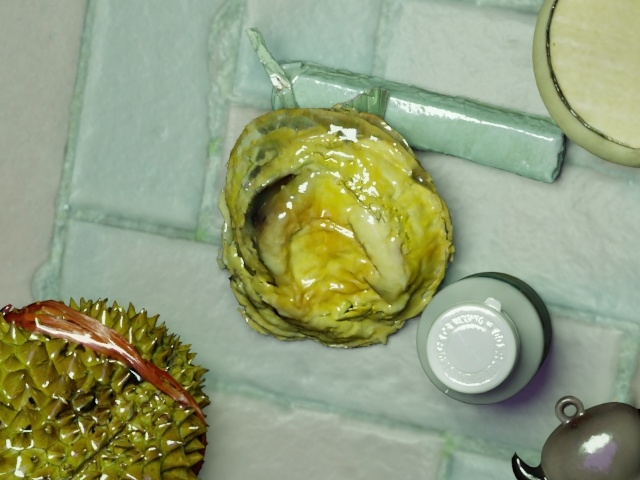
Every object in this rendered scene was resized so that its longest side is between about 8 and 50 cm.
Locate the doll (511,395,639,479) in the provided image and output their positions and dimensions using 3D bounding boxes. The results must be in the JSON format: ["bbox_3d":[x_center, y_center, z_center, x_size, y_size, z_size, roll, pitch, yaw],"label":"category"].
[{"bbox_3d":[0.327,0.277,1.846,0.182,0.117,0.257,-32,86,10],"label":"doll"}]

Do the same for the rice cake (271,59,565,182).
[{"bbox_3d":[0.105,-0.136,1.902,0.336,0.063,0.066,15,113,9],"label":"rice cake"}]

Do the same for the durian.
[{"bbox_3d":[-0.285,0.224,1.854,0.384,0.347,0.347,-31,85,-32],"label":"durian"}]

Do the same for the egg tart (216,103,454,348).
[{"bbox_3d":[0.000,0.000,1.875,0.297,0.132,0.297,7,116,16],"label":"egg tart"}]

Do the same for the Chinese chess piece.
[{"bbox_3d":[0.349,-0.200,1.817,0.250,0.103,0.249,0,86,5],"label":"Chinese chess piece"}]

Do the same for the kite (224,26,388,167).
[{"bbox_3d":[-0.022,-0.127,1.910,0.229,0.012,0.250,-21,110,28],"label":"kite"}]

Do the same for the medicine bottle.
[{"bbox_3d":[0.171,0.104,1.820,0.135,0.215,0.135,0,92,11],"label":"medicine bottle"}]
